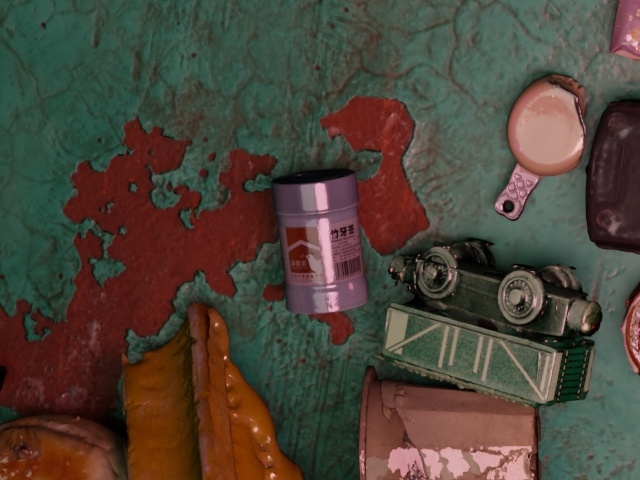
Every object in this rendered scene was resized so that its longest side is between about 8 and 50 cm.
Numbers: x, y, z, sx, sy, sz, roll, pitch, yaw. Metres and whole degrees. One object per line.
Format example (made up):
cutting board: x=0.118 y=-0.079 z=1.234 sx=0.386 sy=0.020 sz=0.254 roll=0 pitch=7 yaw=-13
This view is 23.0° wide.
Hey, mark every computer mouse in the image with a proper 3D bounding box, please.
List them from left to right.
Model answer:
computer mouse: x=0.418 y=-0.061 z=1.676 sx=0.269 sy=0.100 sz=0.170 roll=8 pitch=87 yaw=25

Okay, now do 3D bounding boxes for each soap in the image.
soap: x=-0.104 y=0.292 z=1.930 sx=0.169 sy=0.339 sz=0.304 roll=-23 pitch=138 yaw=16

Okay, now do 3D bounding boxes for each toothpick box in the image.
toothpick box: x=0.000 y=0.000 z=1.827 sx=0.101 sy=0.101 sz=0.153 roll=-4 pitch=100 yaw=19

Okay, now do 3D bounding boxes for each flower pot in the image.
flower pot: x=0.148 y=0.249 z=1.786 sx=0.202 sy=0.212 sz=0.212 roll=0 pitch=102 yaw=11

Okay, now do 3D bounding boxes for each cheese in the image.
cheese: x=0.250 y=-0.100 z=1.753 sx=0.092 sy=0.047 sz=0.171 roll=12 pitch=105 yaw=18

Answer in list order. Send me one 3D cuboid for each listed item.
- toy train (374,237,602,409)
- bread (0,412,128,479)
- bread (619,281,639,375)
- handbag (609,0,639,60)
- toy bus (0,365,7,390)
toy train: x=0.193 y=0.088 z=1.754 sx=0.269 sy=0.115 sz=0.154 roll=14 pitch=105 yaw=36
bread: x=-0.349 y=0.318 z=1.972 sx=0.314 sy=0.171 sz=0.192 roll=-16 pitch=68 yaw=14
bread: x=0.409 y=0.096 z=1.731 sx=0.160 sy=0.073 sz=0.160 roll=4 pitch=103 yaw=18
handbag: x=0.398 y=-0.237 z=1.653 sx=0.173 sy=0.095 sz=0.117 roll=13 pitch=109 yaw=18
toy bus: x=-0.612 y=0.156 z=2.033 sx=0.386 sy=0.171 sz=0.162 roll=-13 pitch=87 yaw=20
